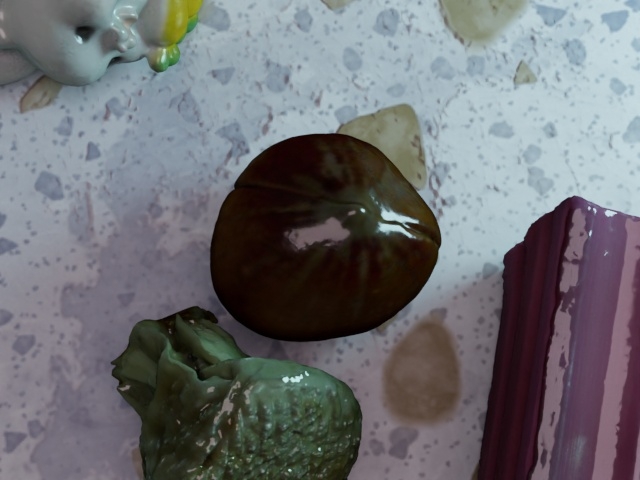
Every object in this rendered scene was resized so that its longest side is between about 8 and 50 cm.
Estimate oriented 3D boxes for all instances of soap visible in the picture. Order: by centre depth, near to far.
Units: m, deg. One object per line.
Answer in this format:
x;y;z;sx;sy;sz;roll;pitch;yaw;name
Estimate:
0.238;0.159;1.436;0.128;0.233;0.359;11;79;-5;soap

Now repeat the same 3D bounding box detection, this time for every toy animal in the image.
-0.244;-0.286;1.498;0.247;0.183;0.310;20;84;3;toy animal

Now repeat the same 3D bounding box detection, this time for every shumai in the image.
-0.095;0.198;1.454;0.225;0.222;0.261;-7;113;-33;shumai

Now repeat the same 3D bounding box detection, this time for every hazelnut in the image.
0.000;0.000;1.447;0.229;0.229;0.229;1;80;-6;hazelnut
